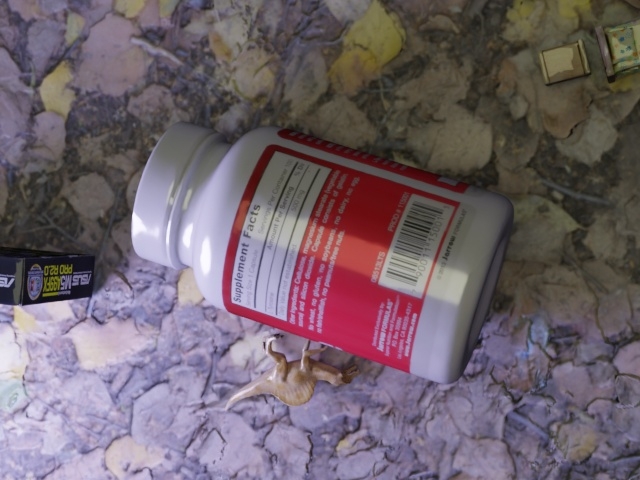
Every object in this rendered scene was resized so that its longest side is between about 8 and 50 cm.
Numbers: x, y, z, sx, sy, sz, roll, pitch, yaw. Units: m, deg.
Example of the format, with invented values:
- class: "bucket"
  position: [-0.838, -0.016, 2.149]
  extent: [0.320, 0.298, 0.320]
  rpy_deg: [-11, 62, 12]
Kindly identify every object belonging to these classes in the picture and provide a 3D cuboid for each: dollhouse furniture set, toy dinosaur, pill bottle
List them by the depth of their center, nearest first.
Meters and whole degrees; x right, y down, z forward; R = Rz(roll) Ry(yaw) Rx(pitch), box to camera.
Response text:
- class: "dollhouse furniture set"
  position: [0.355, -0.168, 1.570]
  extent: [0.182, 0.101, 0.161]
  rpy_deg: [-14, 88, 13]
- class: "pill bottle"
  position: [0.000, 0.000, 1.589]
  extent: [0.408, 0.229, 0.229]
  rpy_deg: [18, 95, 12]
- class: "toy dinosaur"
  position: [-0.047, 0.162, 1.693]
  extent: [0.183, 0.053, 0.092]
  rpy_deg: [-13, 90, 13]

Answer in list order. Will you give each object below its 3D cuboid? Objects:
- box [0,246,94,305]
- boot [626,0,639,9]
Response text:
- class: "box"
  position: [-0.446, 0.036, 1.697]
  extent: [0.270, 0.216, 0.060]
  rpy_deg: [5, 91, 12]
- class: "boot"
  position: [0.389, -0.310, 1.595]
  extent: [0.118, 0.042, 0.087]
  rpy_deg: [26, 103, 12]
